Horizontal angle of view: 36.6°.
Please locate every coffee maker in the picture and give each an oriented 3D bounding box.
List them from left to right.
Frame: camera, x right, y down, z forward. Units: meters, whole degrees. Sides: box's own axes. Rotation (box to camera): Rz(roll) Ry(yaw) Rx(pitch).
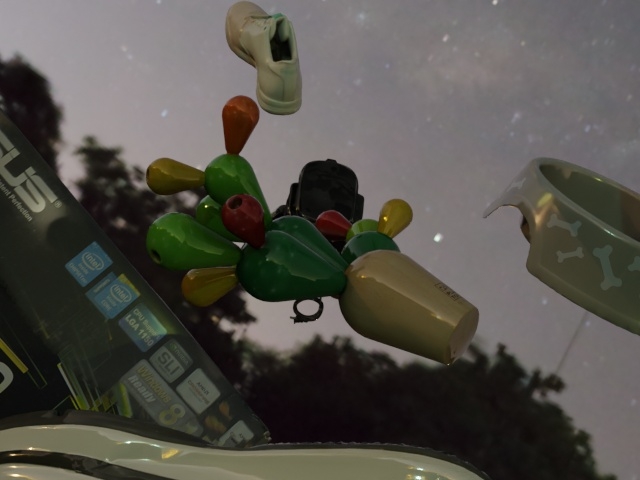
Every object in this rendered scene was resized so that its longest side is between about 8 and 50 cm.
[{"bbox_3d":[0.000,0.000,1.380,0.178,0.120,0.171,108,-32,-60],"label":"coffee maker"}]

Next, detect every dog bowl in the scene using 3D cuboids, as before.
[{"bbox_3d":[0.398,0.004,1.312,0.349,0.102,0.348,22,22,-9],"label":"dog bowl"}]

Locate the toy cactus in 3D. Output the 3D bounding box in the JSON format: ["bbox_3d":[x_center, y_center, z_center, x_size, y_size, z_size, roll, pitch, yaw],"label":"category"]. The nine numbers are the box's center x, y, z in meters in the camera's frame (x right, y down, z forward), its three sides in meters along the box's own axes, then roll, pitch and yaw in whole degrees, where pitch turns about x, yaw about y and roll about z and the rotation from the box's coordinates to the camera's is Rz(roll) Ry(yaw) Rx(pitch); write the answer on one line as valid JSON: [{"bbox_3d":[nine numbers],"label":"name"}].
[{"bbox_3d":[0.009,0.005,0.543,0.181,0.112,0.219,27,3,29],"label":"toy cactus"}]

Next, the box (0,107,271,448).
[{"bbox_3d":[-0.281,0.114,0.773,0.395,0.318,0.097,54,-15,-14],"label":"box"}]

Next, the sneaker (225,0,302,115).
[{"bbox_3d":[-0.065,-0.260,1.241,0.094,0.080,0.212,102,-29,-46],"label":"sneaker"}]

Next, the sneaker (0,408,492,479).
[{"bbox_3d":[-0.119,0.246,0.553,0.448,0.257,0.169,-5,-53,20],"label":"sneaker"}]
